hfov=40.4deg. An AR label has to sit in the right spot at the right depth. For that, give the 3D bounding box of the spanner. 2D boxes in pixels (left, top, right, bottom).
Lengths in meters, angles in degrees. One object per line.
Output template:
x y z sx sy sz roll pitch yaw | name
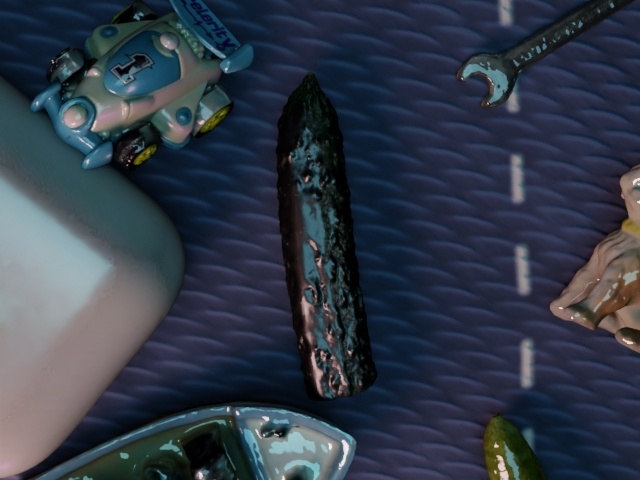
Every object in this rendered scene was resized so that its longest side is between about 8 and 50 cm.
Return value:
0.242 -0.204 0.804 0.254 0.015 0.054 -32 97 0 | spanner

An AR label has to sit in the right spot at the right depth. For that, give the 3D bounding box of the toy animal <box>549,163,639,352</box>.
0.333 0.021 0.801 0.184 0.104 0.185 24 90 -6 | toy animal

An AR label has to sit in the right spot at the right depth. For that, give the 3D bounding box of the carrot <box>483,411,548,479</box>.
0.230 0.332 0.849 0.074 0.074 0.358 -20 96 -2 | carrot

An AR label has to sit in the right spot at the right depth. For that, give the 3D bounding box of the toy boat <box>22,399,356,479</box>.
-0.125 0.231 0.772 0.332 0.133 0.145 -20 98 -2 | toy boat

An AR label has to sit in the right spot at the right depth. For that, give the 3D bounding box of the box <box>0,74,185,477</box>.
-0.310 0.011 0.724 0.349 0.141 0.289 39 94 -9 | box

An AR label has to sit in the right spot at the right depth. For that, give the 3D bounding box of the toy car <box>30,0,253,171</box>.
-0.146 -0.139 0.709 0.126 0.098 0.161 49 50 3 | toy car

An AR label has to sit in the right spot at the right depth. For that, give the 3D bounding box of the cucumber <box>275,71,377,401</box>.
-0.002 0.000 0.786 0.072 0.072 0.300 -9 97 -3 | cucumber
